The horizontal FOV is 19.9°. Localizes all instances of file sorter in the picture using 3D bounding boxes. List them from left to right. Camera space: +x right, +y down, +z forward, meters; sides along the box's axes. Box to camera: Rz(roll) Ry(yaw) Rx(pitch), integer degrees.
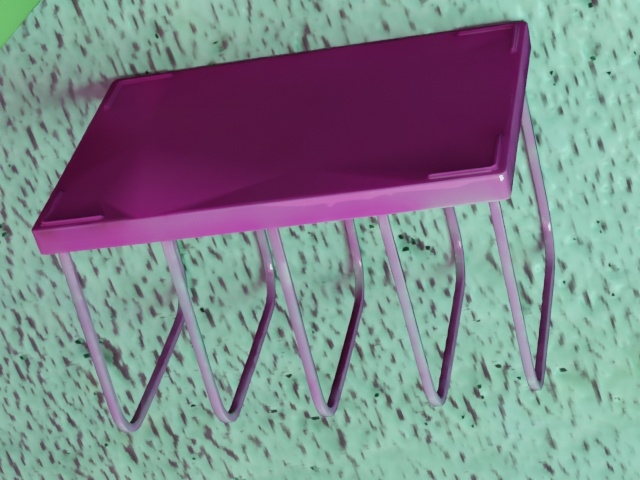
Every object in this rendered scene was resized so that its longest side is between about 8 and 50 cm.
[{"bbox_3d":[0.000,0.000,1.188,0.291,0.202,0.182,-7,120,14],"label":"file sorter"}]

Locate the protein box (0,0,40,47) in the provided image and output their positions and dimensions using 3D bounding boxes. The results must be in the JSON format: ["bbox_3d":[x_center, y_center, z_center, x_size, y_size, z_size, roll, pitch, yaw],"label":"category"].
[{"bbox_3d":[-0.276,-0.209,1.124,0.136,0.200,0.201,0,119,11],"label":"protein box"}]
